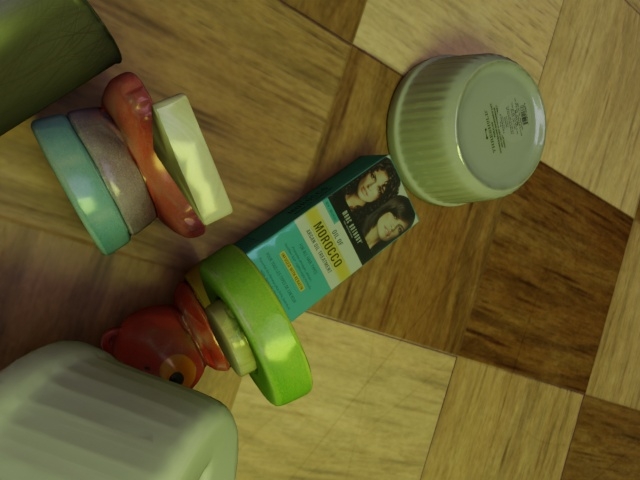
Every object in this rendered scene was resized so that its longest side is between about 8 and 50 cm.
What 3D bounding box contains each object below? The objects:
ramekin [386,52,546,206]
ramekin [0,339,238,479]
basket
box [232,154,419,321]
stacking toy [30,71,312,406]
[{"bbox_3d":[0.200,-0.147,0.748,0.207,0.109,0.207,-3,96,-30],"label":"ramekin"},{"bbox_3d":[-0.160,0.222,0.397,0.135,0.277,0.277,13,88,8],"label":"ramekin"},{"bbox_3d":[-0.311,-0.143,0.430,0.227,0.154,0.204,-49,114,-13],"label":"basket"},{"bbox_3d":[0.000,0.000,0.673,0.244,0.060,0.100,-37,112,-22],"label":"box"},{"bbox_3d":[-0.146,0.026,0.472,0.130,0.279,0.309,-29,108,-18],"label":"stacking toy"}]
